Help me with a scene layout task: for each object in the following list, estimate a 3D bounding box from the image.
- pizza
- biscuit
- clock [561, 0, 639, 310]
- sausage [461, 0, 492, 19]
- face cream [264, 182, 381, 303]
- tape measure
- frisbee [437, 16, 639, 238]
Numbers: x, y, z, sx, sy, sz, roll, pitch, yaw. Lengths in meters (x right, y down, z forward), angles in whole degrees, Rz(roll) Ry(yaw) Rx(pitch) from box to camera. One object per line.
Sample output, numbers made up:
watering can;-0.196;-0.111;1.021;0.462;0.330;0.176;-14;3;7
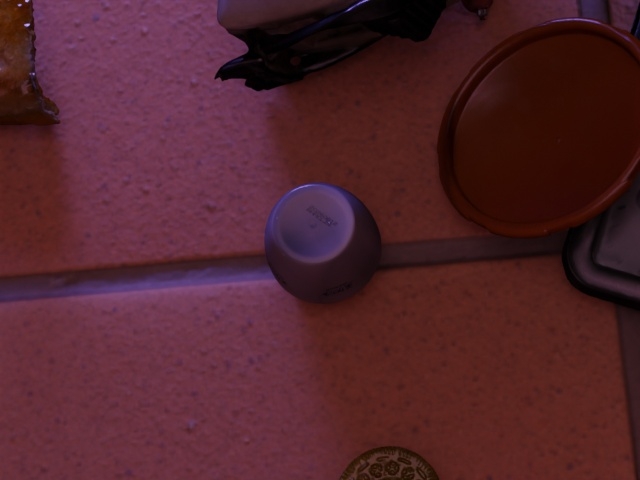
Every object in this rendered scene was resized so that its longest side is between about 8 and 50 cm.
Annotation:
pizza;-0.322;-0.181;1.397;0.271;0.056;0.134;22;81;13
biscuit;0.053;0.199;1.266;0.084;0.023;0.084;-2;73;5
clock;0.350;-0.053;1.285;0.279;0.049;0.273;18;78;12
sausage;0.110;-0.284;1.387;0.029;0.029;0.223;-13;74;3
face cream;0.000;0.000;1.288;0.091;0.095;0.091;-2;75;7
tape measure;0.044;-0.252;1.319;0.232;0.133;0.271;1;78;27
frisbee;0.181;-0.085;1.298;0.192;0.035;0.192;-16;58;27
